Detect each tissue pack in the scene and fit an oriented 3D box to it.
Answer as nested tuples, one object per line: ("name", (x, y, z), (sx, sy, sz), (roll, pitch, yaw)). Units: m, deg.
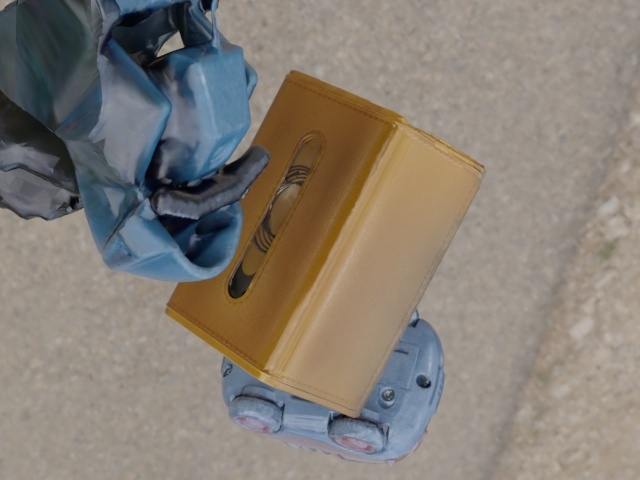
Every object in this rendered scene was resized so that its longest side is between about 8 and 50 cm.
("tissue pack", (0.000, 0.000, 1.249), (0.145, 0.194, 0.275), (25, 92, -47))

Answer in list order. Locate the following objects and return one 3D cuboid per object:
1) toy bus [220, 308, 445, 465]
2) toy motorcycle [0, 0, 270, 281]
("toy bus", (0.023, 0.194, 1.693), (0.294, 0.197, 0.232), (8, 154, 17))
("toy motorcycle", (-0.085, -0.130, 0.861), (0.416, 0.232, 0.172), (-47, 172, 28))
